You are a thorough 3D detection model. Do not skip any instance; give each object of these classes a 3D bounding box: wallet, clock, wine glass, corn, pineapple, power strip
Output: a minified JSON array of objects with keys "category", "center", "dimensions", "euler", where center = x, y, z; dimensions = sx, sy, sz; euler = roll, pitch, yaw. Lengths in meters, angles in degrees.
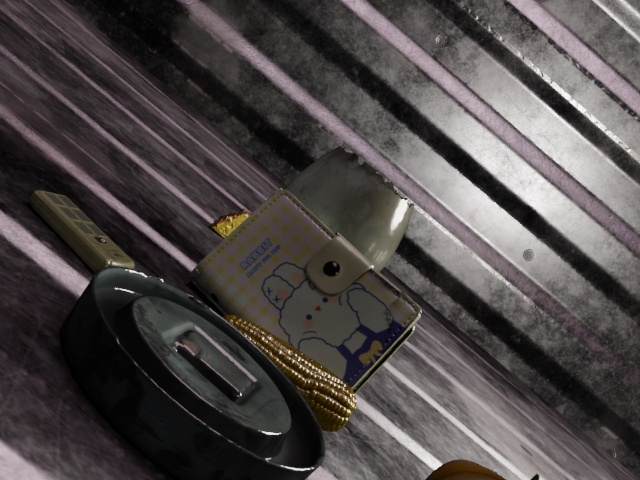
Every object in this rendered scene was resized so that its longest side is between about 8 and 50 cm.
[{"category":"wallet","center":[-0.023,0.089,1.285],"dimensions":[0.309,0.223,0.077],"euler":[42,-19,18]},{"category":"clock","center":[-0.133,0.153,0.912],"dimensions":[0.319,0.066,0.319],"euler":[39,8,-7]},{"category":"wine glass","center":[0.000,0.000,1.477],"dimensions":[0.238,0.323,0.238],"euler":[38,5,-4]},{"category":"corn","center":[-0.051,0.179,1.128],"dimensions":[0.231,0.080,0.080],"euler":[36,9,-17]},{"category":"pineapple","center":[-0.183,-0.028,1.767],"dimensions":[0.114,0.114,0.077],"euler":[-164,-123,-69]},{"category":"power strip","center":[-0.309,-0.005,1.101],"dimensions":[0.169,0.028,0.076],"euler":[42,7,14]}]

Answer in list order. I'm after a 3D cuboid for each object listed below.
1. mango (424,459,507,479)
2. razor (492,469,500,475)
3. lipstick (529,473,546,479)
[{"category":"mango","center":[0.164,0.331,0.823],"dimensions":[0.221,0.199,0.384],"euler":[38,7,-7]},{"category":"razor","center":[0.352,0.480,1.530],"dimensions":[0.135,0.040,0.068],"euler":[44,6,-29]},{"category":"lipstick","center":[0.496,0.556,1.596],"dimensions":[0.253,0.077,0.079],"euler":[42,8,7]}]
